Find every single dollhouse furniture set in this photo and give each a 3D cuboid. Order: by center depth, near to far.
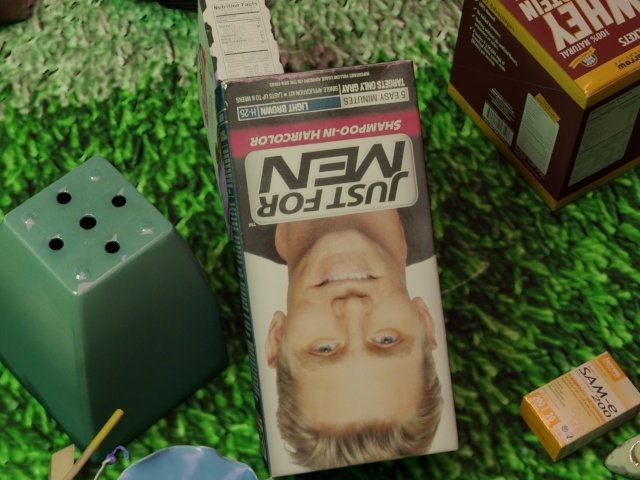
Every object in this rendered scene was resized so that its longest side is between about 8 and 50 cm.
[{"bbox_3d":[-0.196,0.229,1.313,0.081,0.091,0.114,7,55,-16],"label":"dollhouse furniture set"}]

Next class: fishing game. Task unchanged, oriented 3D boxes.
[{"bbox_3d":[-0.102,0.262,1.261,0.264,0.041,0.189,43,58,-2],"label":"fishing game"}]

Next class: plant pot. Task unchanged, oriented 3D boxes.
[{"bbox_3d":[-0.195,0.047,1.333,0.165,0.234,0.165,-36,66,-24],"label":"plant pot"}]

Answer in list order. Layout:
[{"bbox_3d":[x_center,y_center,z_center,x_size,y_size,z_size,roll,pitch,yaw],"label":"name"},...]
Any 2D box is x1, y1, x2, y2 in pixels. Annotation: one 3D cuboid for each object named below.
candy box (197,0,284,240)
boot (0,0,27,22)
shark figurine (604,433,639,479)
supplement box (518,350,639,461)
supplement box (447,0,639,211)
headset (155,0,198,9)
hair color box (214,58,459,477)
[{"bbox_3d":[-0.075,-0.127,1.492,0.070,0.165,0.196,-8,57,-9],"label":"candy box"},{"bbox_3d":[-0.395,-0.230,1.574,0.090,0.248,0.207,15,16,43],"label":"boot"},{"bbox_3d":[0.406,0.241,1.320,0.166,0.116,0.278,-47,56,9],"label":"shark figurine"},{"bbox_3d":[0.244,0.155,1.400,0.098,0.036,0.062,-26,62,-19],"label":"supplement box"},{"bbox_3d":[0.244,-0.176,1.521,0.129,0.194,0.191,-28,63,-19],"label":"supplement box"},{"bbox_3d":[-0.135,-0.353,1.573,0.394,0.243,0.185,26,18,24],"label":"headset"},{"bbox_3d":[0.013,0.022,1.332,0.173,0.105,0.347,-8,93,-7],"label":"hair color box"}]
